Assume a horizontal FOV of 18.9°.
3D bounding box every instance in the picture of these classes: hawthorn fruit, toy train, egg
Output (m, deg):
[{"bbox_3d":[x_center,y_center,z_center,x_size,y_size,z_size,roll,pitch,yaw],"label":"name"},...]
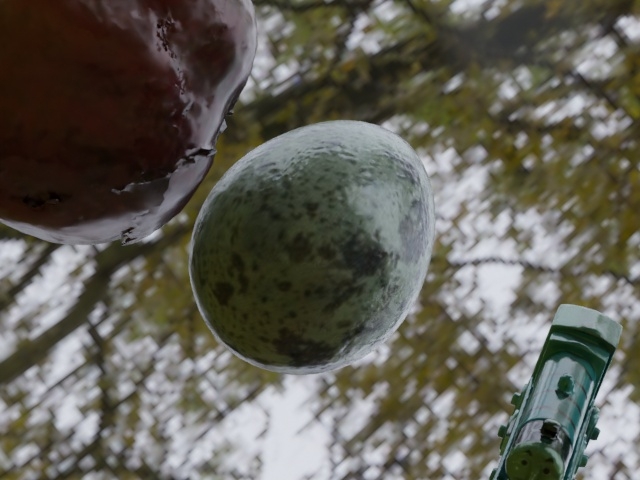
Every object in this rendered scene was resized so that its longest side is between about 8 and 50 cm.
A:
[{"bbox_3d":[-0.146,-0.104,0.915,0.235,0.181,0.181,35,-40,-18],"label":"hawthorn fruit"},{"bbox_3d":[0.064,0.054,0.531,0.029,0.092,0.045,20,-64,8],"label":"toy train"},{"bbox_3d":[0.000,0.000,1.102,0.132,0.172,0.132,25,-38,22],"label":"egg"}]
